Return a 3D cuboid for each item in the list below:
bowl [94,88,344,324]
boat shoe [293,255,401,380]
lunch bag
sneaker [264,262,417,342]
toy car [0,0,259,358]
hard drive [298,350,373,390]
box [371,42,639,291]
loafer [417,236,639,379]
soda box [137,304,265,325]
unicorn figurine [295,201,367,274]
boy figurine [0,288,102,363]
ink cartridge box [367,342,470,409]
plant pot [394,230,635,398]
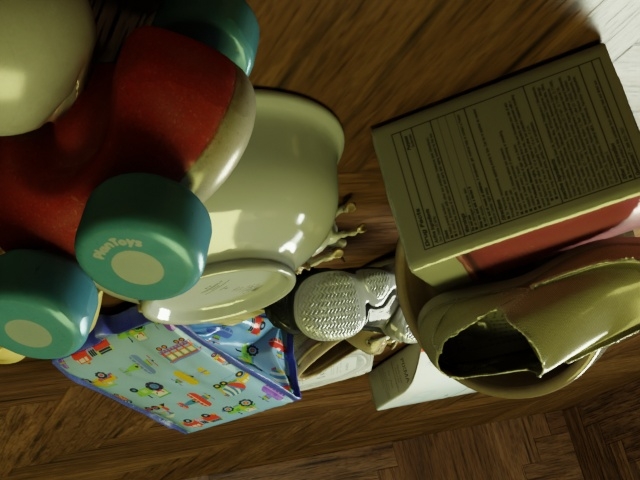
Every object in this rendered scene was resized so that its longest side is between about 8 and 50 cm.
[{"bbox_3d":[-0.106,-0.008,0.882,0.298,0.134,0.298,-12,161,-4],"label":"bowl"},{"bbox_3d":[0.080,0.109,1.369,0.121,0.110,0.341,7,152,-46],"label":"boat shoe"},{"bbox_3d":[-0.204,0.158,1.316,0.221,0.138,0.293,-22,150,28],"label":"lunch bag"},{"bbox_3d":[0.037,0.071,1.210,0.268,0.101,0.153,3,-178,-43],"label":"sneaker"},{"bbox_3d":[-0.183,-0.092,0.577,0.210,0.219,0.238,-28,128,36],"label":"toy car"},{"bbox_3d":[-0.077,0.215,1.631,0.339,0.064,0.237,-12,160,-4],"label":"hard drive"},{"bbox_3d":[0.187,-0.061,0.913,0.232,0.149,0.127,-19,161,16],"label":"box"},{"bbox_3d":[0.220,0.079,0.916,0.268,0.092,0.102,-21,116,22],"label":"loafer"},{"bbox_3d":[-0.143,0.060,1.158,0.061,0.058,0.181,-24,158,26],"label":"soda box"},{"bbox_3d":[0.000,0.000,1.079,0.162,0.060,0.111,-16,176,-44],"label":"unicorn figurine"},{"bbox_3d":[-0.314,0.051,0.861,0.285,0.177,0.092,17,105,-43],"label":"boy figurine"},{"bbox_3d":[0.314,0.232,1.913,0.308,0.091,0.385,-4,160,-27],"label":"ink cartridge box"},{"bbox_3d":[0.255,0.024,1.116,0.229,0.263,0.263,-20,171,-47],"label":"plant pot"}]
